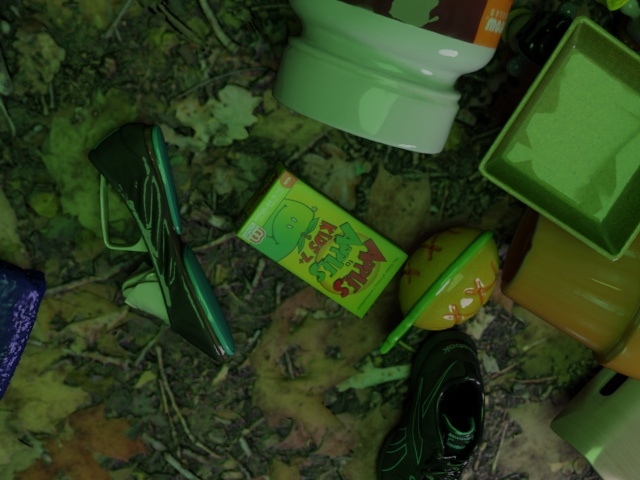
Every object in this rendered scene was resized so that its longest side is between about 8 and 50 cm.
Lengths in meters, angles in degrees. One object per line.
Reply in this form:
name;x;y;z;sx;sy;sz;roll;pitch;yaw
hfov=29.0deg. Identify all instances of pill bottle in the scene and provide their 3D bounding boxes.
pill bottle;0.097;-0.301;1.231;0.224;0.224;0.392;14;104;-17

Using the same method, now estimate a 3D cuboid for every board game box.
board game box;0.000;0.000;1.402;0.181;0.043;0.092;34;97;-20

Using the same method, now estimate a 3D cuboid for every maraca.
maraca;0.133;0.058;1.416;0.099;0.127;0.186;44;103;11

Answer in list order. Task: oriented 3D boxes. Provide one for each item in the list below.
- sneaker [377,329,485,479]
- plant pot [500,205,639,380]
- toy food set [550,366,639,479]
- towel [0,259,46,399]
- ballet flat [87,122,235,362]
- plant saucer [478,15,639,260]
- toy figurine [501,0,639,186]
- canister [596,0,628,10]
sneaker;0.135;0.243;1.479;0.101;0.106;0.268;4;108;-15
plant pot;0.315;0.034;1.415;0.187;0.205;0.205;20;103;-2
toy food set;0.450;0.265;1.577;0.219;0.092;0.306;-44;113;-9
towel;-0.453;0.138;1.335;0.227;0.076;0.308;21;102;-25
ballet flat;-0.179;0.010;1.347;0.096;0.095;0.281;-17;100;4
plant saucer;0.280;-0.105;1.279;0.188;0.045;0.188;32;96;-15
toy figurine;0.304;-0.162;1.372;0.213;0.148;0.210;-7;103;-8
canister;0.284;-0.340;1.295;0.126;0.073;0.170;-44;68;3
